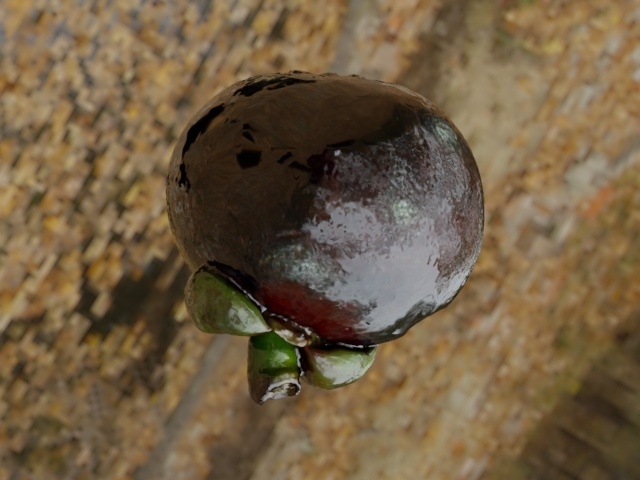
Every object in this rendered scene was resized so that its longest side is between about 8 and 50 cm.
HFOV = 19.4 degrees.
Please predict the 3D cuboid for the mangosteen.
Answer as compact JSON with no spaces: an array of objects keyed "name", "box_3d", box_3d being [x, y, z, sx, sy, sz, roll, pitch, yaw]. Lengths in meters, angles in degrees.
[{"name":"mangosteen","box_3d":[0.006,-0.008,1.248,0.216,0.216,0.216,-52,162,-25]}]
